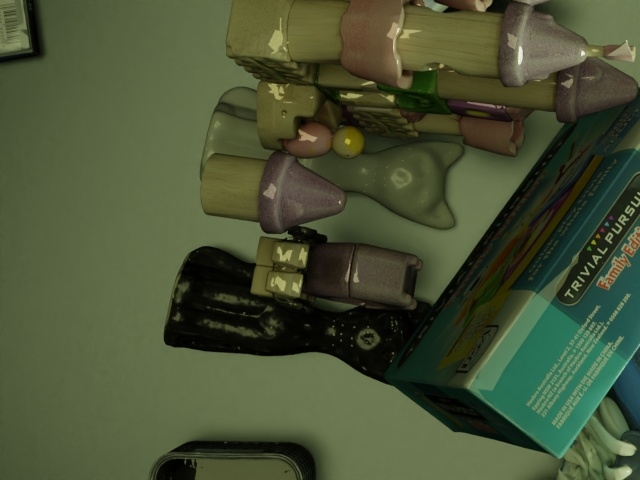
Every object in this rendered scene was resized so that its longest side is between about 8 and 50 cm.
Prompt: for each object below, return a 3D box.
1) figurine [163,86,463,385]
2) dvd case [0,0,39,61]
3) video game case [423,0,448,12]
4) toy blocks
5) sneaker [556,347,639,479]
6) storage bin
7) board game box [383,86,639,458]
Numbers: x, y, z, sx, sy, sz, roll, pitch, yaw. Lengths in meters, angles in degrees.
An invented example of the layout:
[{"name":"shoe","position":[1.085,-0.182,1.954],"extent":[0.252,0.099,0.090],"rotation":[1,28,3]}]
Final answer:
[{"name":"figurine","position":[0.000,0.000,1.466],"extent":[0.209,0.092,0.215],"rotation":[12,91,-1]},{"name":"dvd case","position":[-0.361,-0.223,1.530],"extent":[0.238,0.029,0.179],"rotation":[-8,89,6]},{"name":"video game case","position":[0.013,-0.287,1.469],"extent":[0.244,0.061,0.269],"rotation":[-38,86,4]},{"name":"toy blocks","position":[0.092,-0.097,1.270],"extent":[0.260,0.288,0.309],"rotation":[8,84,15]},{"name":"sneaker","position":[0.196,0.198,1.356],"extent":[0.236,0.130,0.323],"rotation":[-25,125,3]},{"name":"storage bin","position":[-0.069,0.253,1.467],"extent":[0.122,0.084,0.180],"rotation":[0,89,7]},{"name":"board game box","position":[0.169,0.018,1.288],"extent":[0.079,0.336,0.254],"rotation":[37,83,-4]}]
